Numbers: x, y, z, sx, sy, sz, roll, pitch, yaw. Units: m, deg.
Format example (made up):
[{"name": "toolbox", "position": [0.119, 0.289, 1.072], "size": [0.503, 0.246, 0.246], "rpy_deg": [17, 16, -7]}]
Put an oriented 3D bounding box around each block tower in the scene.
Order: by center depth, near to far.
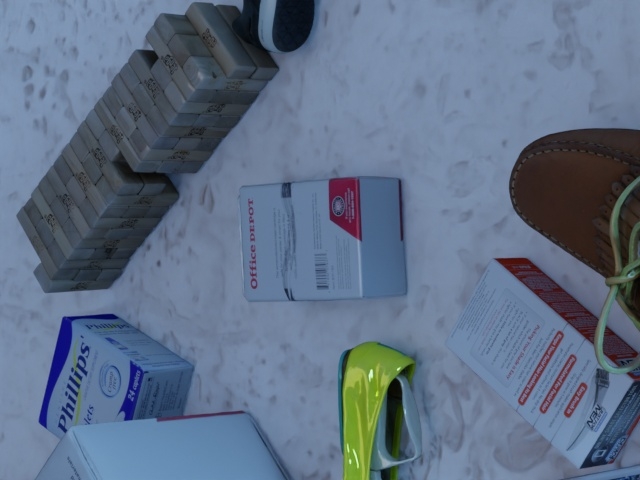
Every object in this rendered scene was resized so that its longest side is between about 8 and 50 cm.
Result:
[{"name": "block tower", "position": [-0.182, -0.088, 1.785], "size": [0.335, 0.091, 0.097], "rpy_deg": [-50, 59, 31]}]

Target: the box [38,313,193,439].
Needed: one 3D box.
[{"name": "box", "position": [-0.211, 0.158, 1.834], "size": [0.137, 0.072, 0.126], "rpy_deg": [28, 110, 39]}]

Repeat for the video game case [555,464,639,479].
[{"name": "video game case", "position": [0.258, 0.268, 1.439], "size": [0.190, 0.022, 0.173], "rpy_deg": [-19, 79, 43]}]

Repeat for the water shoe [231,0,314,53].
[{"name": "water shoe", "position": [-0.045, -0.277, 1.663], "size": [0.080, 0.073, 0.203], "rpy_deg": [17, 103, 43]}]

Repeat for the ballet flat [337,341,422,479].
[{"name": "ballet flat", "position": [0.052, 0.206, 1.596], "size": [0.077, 0.077, 0.231], "rpy_deg": [3, 92, 26]}]

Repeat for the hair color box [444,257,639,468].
[{"name": "hair color box", "position": [0.190, 0.098, 1.473], "size": [0.167, 0.053, 0.093], "rpy_deg": [44, 119, 34]}]

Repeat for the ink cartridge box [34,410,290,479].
[{"name": "ink cartridge box", "position": [-0.194, 0.311, 1.721], "size": [0.131, 0.226, 0.306], "rpy_deg": [53, 125, 29]}]

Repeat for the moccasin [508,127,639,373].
[{"name": "moccasin", "position": [0.280, 0.034, 1.315], "size": [0.380, 0.147, 0.139], "rpy_deg": [39, 139, 32]}]

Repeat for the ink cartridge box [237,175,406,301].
[{"name": "ink cartridge box", "position": [0.000, 0.000, 1.637], "size": [0.150, 0.063, 0.109], "rpy_deg": [-3, 90, 43]}]
